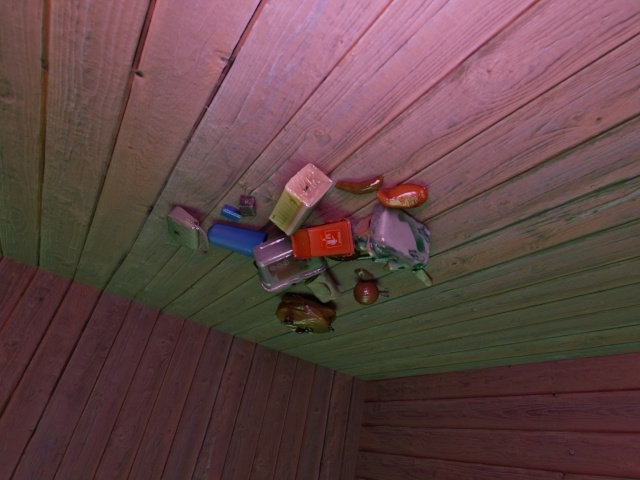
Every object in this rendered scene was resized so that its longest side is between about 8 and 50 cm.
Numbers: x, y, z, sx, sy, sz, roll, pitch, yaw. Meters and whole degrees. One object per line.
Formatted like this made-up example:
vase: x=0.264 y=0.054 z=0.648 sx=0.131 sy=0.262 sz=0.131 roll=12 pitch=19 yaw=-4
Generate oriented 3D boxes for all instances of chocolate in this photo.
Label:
chocolate: x=0.222 y=0.178 z=2.070 sx=0.064 sy=0.031 sz=0.100 roll=-20 pitch=136 yaw=36

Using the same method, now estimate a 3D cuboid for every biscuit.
biscuit: x=0.096 y=0.044 z=1.865 sx=0.192 sy=0.049 sz=0.192 roll=5 pitch=150 yaw=3

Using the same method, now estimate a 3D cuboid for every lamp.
lamp: x=0.240 y=0.273 z=2.124 sx=0.136 sy=0.136 sz=0.136 roll=9 pitch=150 yaw=5

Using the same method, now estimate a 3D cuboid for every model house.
model house: x=0.241 y=0.024 z=1.647 sx=0.267 sy=0.194 sz=0.325 roll=28 pitch=150 yaw=-27

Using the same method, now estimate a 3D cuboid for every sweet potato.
sweet potato: x=0.137 y=-0.191 z=1.442 sx=0.182 sy=0.053 sz=0.054 roll=-2 pitch=153 yaw=22

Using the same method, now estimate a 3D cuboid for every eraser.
eraser: x=-0.392 y=-0.119 z=1.777 sx=0.084 sy=0.027 sz=0.063 roll=25 pitch=149 yaw=-22

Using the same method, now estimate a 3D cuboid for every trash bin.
trash bin: x=0.000 y=0.000 z=1.621 sx=0.238 sy=0.161 sz=0.184 roll=-9 pitch=-177 yaw=-40

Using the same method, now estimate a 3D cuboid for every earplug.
earplug: x=-0.394 y=-0.006 z=1.882 sx=0.272 sy=0.132 sz=0.132 roll=15 pitch=150 yaw=2

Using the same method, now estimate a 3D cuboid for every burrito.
burrito: x=0.002 y=0.225 z=2.158 sx=0.143 sy=0.105 sz=0.299 roll=-11 pitch=143 yaw=18

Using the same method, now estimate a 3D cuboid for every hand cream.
hand cream: x=0.503 y=0.181 z=1.972 sx=0.061 sy=0.039 sz=0.143 roll=-13 pitch=137 yaw=40

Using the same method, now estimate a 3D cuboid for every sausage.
sausage: x=0.287 y=-0.153 z=1.421 sx=0.179 sy=0.089 sz=0.089 roll=-1 pitch=148 yaw=17

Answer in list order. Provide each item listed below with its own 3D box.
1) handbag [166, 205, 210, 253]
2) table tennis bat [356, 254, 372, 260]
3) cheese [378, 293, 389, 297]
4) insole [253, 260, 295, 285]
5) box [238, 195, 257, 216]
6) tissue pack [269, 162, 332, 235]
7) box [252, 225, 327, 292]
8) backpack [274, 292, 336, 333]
handbag: x=-0.611 y=-0.032 z=1.890 sx=0.219 sy=0.079 sz=0.256 roll=35 pitch=150 yaw=4
table tennis bat: x=0.276 y=0.073 z=1.884 sx=0.234 sy=0.022 sz=0.131 roll=-6 pitch=147 yaw=23
cheese: x=0.290 y=0.303 z=2.243 sx=0.171 sy=0.048 sz=0.092 roll=-14 pitch=144 yaw=37
insole: x=-0.254 y=0.186 z=2.268 sx=0.309 sy=0.012 sz=0.110 roll=33 pitch=143 yaw=-33
box: x=-0.301 y=-0.140 z=1.682 sx=0.063 sy=0.060 sz=0.085 roll=1 pitch=149 yaw=2
tissue pack: x=-0.076 y=-0.146 z=1.467 sx=0.125 sy=0.159 sz=0.234 roll=40 pitch=148 yaw=-1
box: x=-0.145 y=0.073 z=1.790 sx=0.311 sy=0.175 sz=0.182 roll=-23 pitch=136 yaw=-6
backpack: x=-0.093 y=0.476 z=2.526 sx=0.377 sy=0.201 sz=0.353 roll=3 pitch=154 yaw=20
